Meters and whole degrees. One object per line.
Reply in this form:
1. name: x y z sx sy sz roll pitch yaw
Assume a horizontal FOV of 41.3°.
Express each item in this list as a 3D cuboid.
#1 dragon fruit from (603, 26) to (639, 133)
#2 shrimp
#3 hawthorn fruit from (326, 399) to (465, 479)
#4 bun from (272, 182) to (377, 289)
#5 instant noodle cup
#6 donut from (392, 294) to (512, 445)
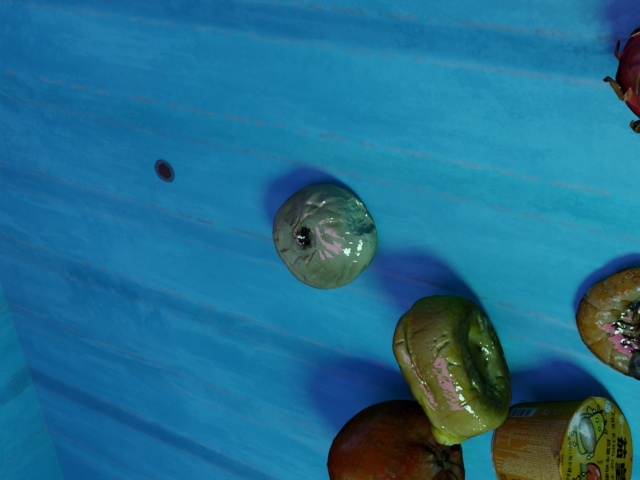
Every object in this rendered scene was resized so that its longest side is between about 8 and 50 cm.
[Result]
1. dragon fruit: 0.447 -0.209 1.098 0.136 0.165 0.133 -18 152 39
2. shrimp: 0.546 0.151 1.322 0.290 0.054 0.222 34 134 20
3. hawthorn fruit: 0.147 0.447 1.690 0.300 0.275 0.275 -11 112 58
4. bun: -0.002 0.001 1.600 0.221 0.108 0.221 20 129 26
5. instant noodle cup: 0.414 0.372 1.478 0.172 0.216 0.215 -6 115 50
6. donut: 0.239 0.217 1.496 0.128 0.208 0.261 -19 103 36
